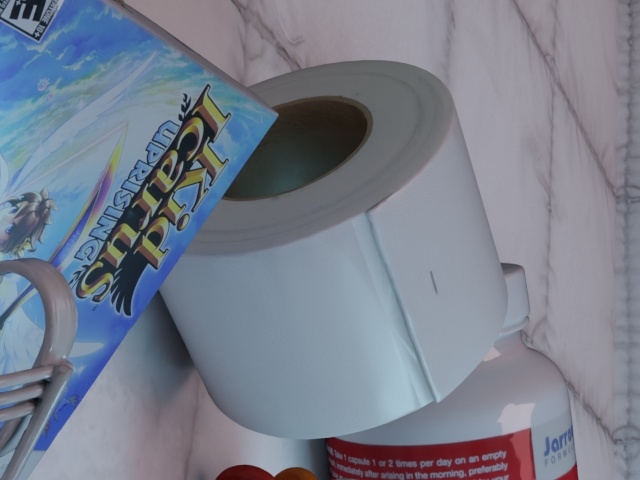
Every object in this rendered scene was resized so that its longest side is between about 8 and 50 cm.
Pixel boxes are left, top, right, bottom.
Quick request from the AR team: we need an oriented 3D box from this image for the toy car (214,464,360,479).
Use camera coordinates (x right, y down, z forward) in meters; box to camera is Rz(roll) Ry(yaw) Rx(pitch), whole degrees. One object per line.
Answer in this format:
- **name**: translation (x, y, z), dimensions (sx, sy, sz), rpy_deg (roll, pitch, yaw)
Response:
- **toy car**: translation (-0.042, 0.236, 0.949), dimensions (0.136, 0.159, 0.182), rpy_deg (46, 32, -2)

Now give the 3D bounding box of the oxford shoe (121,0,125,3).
- **oxford shoe**: translation (-0.262, -0.150, 0.542), dimensions (0.169, 0.130, 0.449), rpy_deg (-51, 147, 11)

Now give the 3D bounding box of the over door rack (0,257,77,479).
- **over door rack**: translation (-0.230, 0.155, 0.446), dimensions (0.239, 0.108, 0.324), rpy_deg (-8, 121, -60)

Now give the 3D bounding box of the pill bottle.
- **pill bottle**: translation (0.124, 0.232, 1.183), dimensions (0.229, 0.229, 0.407), rpy_deg (-19, 103, -65)

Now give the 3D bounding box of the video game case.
- **video game case**: translation (-0.166, 0.001, 0.610), dimensions (0.269, 0.061, 0.244), rpy_deg (-55, 153, 5)

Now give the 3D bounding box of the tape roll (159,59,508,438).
- **tape roll**: translation (0.000, 0.000, 0.933), dimensions (0.246, 0.246, 0.169), rpy_deg (-64, 141, -49)
